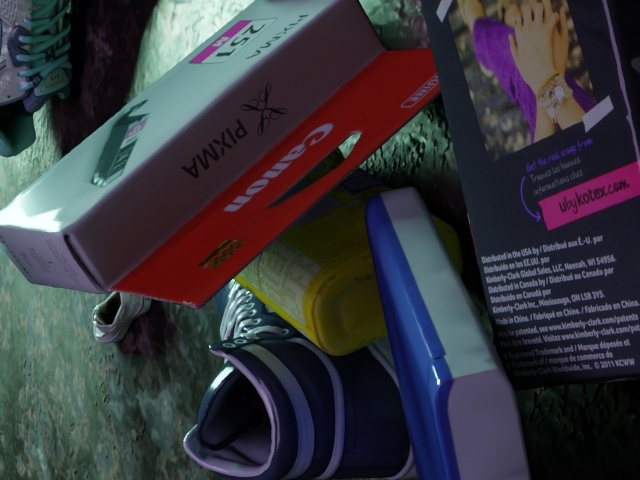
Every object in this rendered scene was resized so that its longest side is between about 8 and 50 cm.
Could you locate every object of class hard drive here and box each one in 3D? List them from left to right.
[{"bbox_3d":[0.077,0.113,1.033,0.319,0.040,0.210,-105,3,-72],"label":"hard drive"}]

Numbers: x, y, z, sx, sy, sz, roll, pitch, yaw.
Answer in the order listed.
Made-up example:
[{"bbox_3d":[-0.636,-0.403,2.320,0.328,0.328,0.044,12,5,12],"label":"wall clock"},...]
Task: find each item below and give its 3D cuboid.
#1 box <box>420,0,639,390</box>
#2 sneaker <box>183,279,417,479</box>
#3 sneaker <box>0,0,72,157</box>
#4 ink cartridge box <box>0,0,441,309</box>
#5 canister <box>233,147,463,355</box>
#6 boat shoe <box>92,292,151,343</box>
[{"bbox_3d":[0.164,-0.075,0.917,0.143,0.165,0.270,-12,89,57],"label":"box"},{"bbox_3d":[-0.046,0.076,1.298,0.282,0.153,0.099,43,128,48],"label":"sneaker"},{"bbox_3d":[-0.263,-0.190,1.701,0.122,0.110,0.283,51,138,19],"label":"sneaker"},{"bbox_3d":[-0.060,-0.068,1.219,0.239,0.275,0.060,4,132,58],"label":"ink cartridge box"},{"bbox_3d":[0.000,0.000,1.249,0.170,0.126,0.073,36,146,49],"label":"canister"},{"bbox_3d":[-0.184,0.065,1.628,0.100,0.035,0.035,-36,62,53],"label":"boat shoe"}]
